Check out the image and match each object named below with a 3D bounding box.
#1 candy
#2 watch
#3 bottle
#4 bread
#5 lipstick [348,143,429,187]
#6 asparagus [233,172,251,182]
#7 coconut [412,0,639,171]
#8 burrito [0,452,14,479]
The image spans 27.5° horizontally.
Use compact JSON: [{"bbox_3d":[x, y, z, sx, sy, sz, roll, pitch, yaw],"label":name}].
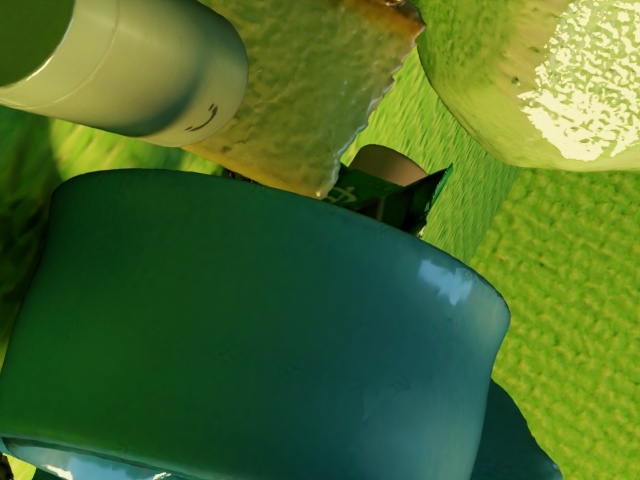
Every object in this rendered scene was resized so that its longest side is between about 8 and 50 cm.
[{"bbox_3d":[0.001,0.003,0.884,0.141,0.203,0.078,-53,131,-14],"label":"candy"},{"bbox_3d":[-0.006,0.090,0.660,0.274,0.305,0.241,110,-7,-72],"label":"watch"},{"bbox_3d":[-0.090,-0.081,0.531,0.072,0.072,0.201,-63,168,6],"label":"bottle"},{"bbox_3d":[-0.025,-0.103,0.712,0.147,0.127,0.152,-62,-175,3],"label":"bread"},{"bbox_3d":[-0.006,0.049,0.950,0.254,0.070,0.070,-57,168,-19],"label":"lipstick"},{"bbox_3d":[-0.054,-0.068,0.852,0.018,0.015,0.127,-59,168,-19],"label":"asparagus"},{"bbox_3d":[0.239,-0.204,1.067,0.328,0.281,0.328,-9,106,-33],"label":"coconut"},{"bbox_3d":[-0.203,0.168,0.690,0.149,0.055,0.041,-52,131,-35],"label":"burrito"}]
